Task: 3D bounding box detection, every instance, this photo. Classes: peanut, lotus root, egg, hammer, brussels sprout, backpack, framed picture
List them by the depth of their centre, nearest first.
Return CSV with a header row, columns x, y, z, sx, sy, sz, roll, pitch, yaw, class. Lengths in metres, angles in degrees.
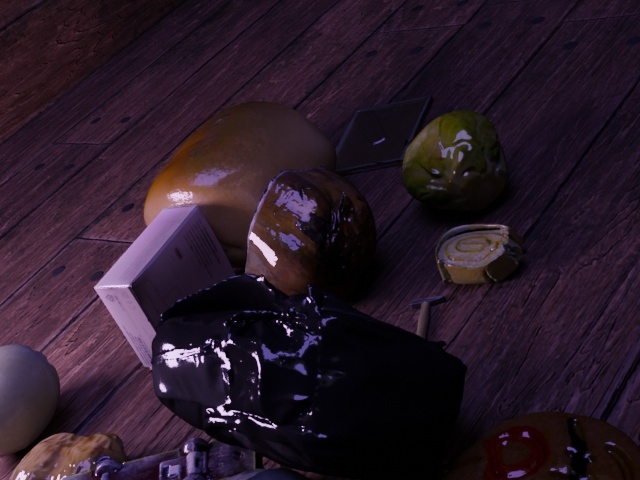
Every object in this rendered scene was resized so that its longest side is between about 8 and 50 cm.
x,y,z,sx,sy,sz,roll,pitch,yaw,class
-0.039,0.180,1.403,0.446,0.363,0.254,2,75,40,backpack
-0.414,0.385,1.652,0.233,0.110,0.196,-8,29,28,peanut
0.168,0.157,1.658,0.062,0.013,0.199,-14,32,21,hammer
0.000,0.000,1.832,0.192,0.272,0.272,22,54,40,lotus root
-0.584,0.300,1.841,0.183,0.183,0.217,-4,26,33,egg
0.249,-0.147,1.929,0.223,0.161,0.223,-24,30,15,brussels sprout
0.132,-0.240,2.313,0.209,0.019,0.281,-8,34,29,framed picture

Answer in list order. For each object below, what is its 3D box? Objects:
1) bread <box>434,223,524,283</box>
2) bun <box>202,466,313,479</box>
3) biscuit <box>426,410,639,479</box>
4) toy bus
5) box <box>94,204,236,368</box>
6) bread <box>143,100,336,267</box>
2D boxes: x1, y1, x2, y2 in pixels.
x,y,z,sx,sy,sz,roll,pitch,yaw,class
0.272,0.024,1.739,0.156,0.064,0.117,2,44,38,bread
-0.106,0.431,1.238,0.362,0.211,0.362,-18,32,11,bun
0.228,0.348,1.263,0.314,0.063,0.367,10,46,45,biscuit
-0.226,0.383,1.490,0.302,0.139,0.113,-15,31,4,toy bus
-0.282,0.086,1.927,0.106,0.203,0.251,-4,36,36,box
-0.174,-0.124,2.136,0.348,0.253,0.376,7,44,38,bread
